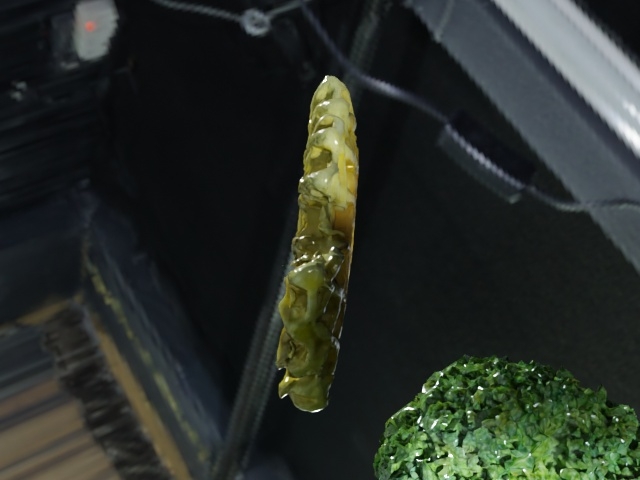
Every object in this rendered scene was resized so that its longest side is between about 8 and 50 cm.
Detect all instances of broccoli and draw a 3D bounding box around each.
[{"bbox_3d":[0.156,0.259,0.947,0.321,0.310,0.413,14,-51,21],"label":"broccoli"}]

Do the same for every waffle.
[{"bbox_3d":[0.002,0.000,1.099,0.250,0.056,0.261,-80,172,-52],"label":"waffle"}]
